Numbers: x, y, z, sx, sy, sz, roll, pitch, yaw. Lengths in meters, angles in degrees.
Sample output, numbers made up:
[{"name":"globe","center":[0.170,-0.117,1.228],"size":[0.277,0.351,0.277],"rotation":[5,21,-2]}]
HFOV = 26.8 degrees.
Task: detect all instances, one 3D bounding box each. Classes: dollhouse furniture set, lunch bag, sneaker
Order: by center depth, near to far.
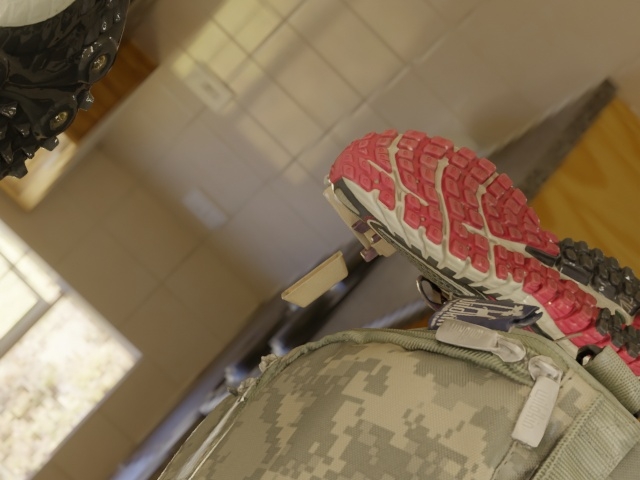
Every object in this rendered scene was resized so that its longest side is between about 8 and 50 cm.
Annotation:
[{"name":"sneaker","center":[-0.111,-0.121,0.476],"size":[0.085,0.086,0.237],"rotation":[-7,-57,-58]},{"name":"lunch bag","center":[0.008,0.189,0.601],"size":[0.305,0.212,0.256],"rotation":[-54,9,-25]},{"name":"sneaker","center":[0.125,0.033,1.019],"size":[0.112,0.299,0.121],"rotation":[-42,18,38]},{"name":"dollhouse furniture set","center":[0.000,0.000,1.154],"size":[0.114,0.081,0.091],"rotation":[-37,6,1]}]
